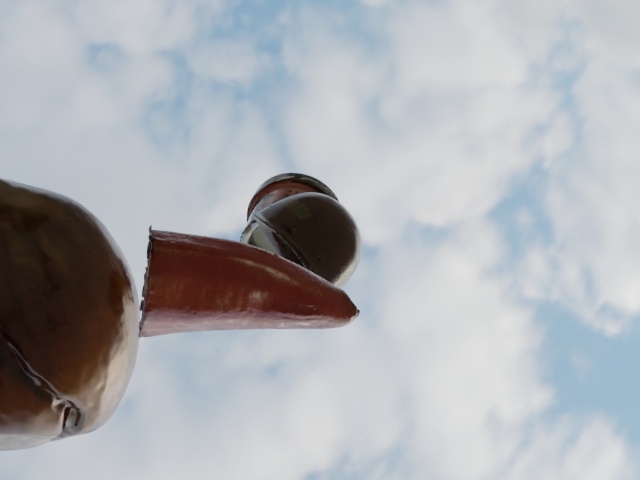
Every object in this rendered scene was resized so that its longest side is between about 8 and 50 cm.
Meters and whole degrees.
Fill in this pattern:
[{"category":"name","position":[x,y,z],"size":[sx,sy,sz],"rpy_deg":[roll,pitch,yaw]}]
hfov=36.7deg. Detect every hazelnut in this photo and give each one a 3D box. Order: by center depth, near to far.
[{"category":"hazelnut","position":[-0.403,0.101,1.199],"size":[0.372,0.372,0.315],"rpy_deg":[4,-165,-21]}]

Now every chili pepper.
[{"category":"chili pepper","position":[-0.051,0.043,0.729],"size":[0.169,0.088,0.065],"rpy_deg":[9,-146,-11]}]

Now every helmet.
[{"category":"helmet","position":[0.000,0.000,1.251],"size":[0.106,0.155,0.175],"rpy_deg":[-37,-149,-4]}]

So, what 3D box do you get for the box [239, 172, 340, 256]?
[{"category":"box","position":[-0.051,-0.010,1.455],"size":[0.151,0.151,0.135],"rpy_deg":[30,-151,-2]}]
